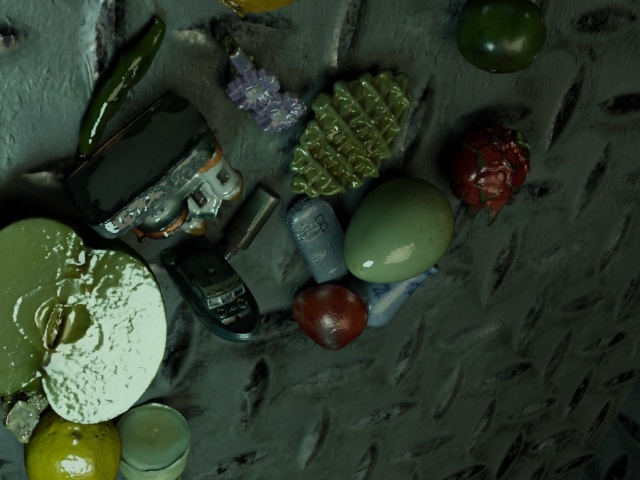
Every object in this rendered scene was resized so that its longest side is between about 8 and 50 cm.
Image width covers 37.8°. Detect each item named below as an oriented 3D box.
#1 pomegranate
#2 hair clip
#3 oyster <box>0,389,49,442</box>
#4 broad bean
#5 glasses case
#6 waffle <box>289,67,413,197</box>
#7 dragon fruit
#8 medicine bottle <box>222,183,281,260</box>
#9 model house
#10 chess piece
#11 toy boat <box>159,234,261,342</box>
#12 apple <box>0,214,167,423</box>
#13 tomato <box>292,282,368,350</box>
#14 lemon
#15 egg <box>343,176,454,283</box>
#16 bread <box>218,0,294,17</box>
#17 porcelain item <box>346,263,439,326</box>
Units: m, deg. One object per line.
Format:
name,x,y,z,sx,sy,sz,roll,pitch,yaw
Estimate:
pomegranate,0.376,-0.455,1.917,0.187,0.187,0.225,7,96,-43
hair clip,-0.110,-0.276,1.743,0.106,0.084,0.292,-29,147,11
oyster,-0.548,0.288,1.858,0.233,0.107,0.161,-49,180,1
broad bean,-0.348,-0.251,1.582,0.297,0.043,0.060,-53,151,15
glasses case,0.000,0.000,2.086,0.109,0.067,0.282,-34,139,-7
waffle,0.068,-0.217,1.929,0.309,0.056,0.292,-14,137,-40
dragon fruit,0.385,-0.159,2.173,0.193,0.192,0.274,15,134,-15
medicine bottle,-0.157,-0.023,1.941,0.057,0.057,0.199,20,112,-48
model house,-0.264,-0.074,1.700,0.271,0.190,0.301,-42,142,-4
chess piece,-0.394,0.546,2.188,0.182,0.182,0.330,-19,142,-26
toy boat,-0.205,0.098,1.825,0.114,0.296,0.122,-25,135,-20
apple,-0.450,0.134,1.649,0.320,0.311,0.360,1,119,-55
tomato,0.014,0.191,2.179,0.189,0.099,0.173,-26,124,32
lemon,-0.516,0.447,1.955,0.204,0.204,0.260,-20,135,-25
egg,0.169,-0.016,2.075,0.295,0.218,0.218,-38,145,-36
bread,-0.100,-0.484,1.478,0.240,0.139,0.240,-5,118,-10
porcelain item,0.161,0.114,2.250,0.259,0.141,0.141,-39,143,19
